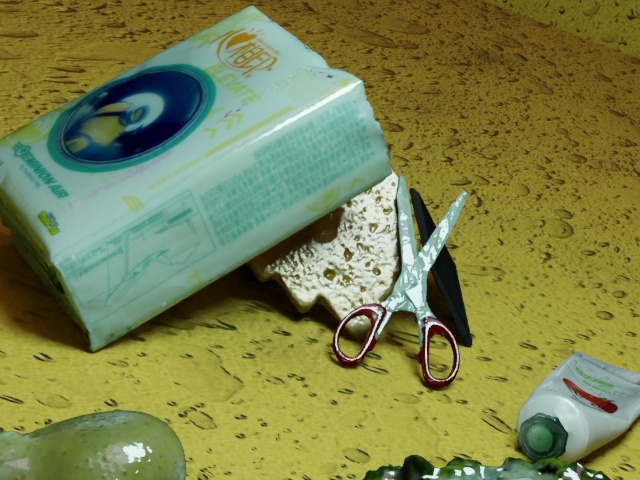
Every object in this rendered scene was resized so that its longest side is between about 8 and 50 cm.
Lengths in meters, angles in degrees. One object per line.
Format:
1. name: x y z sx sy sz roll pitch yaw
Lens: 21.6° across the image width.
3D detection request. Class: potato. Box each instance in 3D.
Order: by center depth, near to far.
1. potato: -0.209 0.208 1.355 0.194 0.157 0.157 4 23 -19

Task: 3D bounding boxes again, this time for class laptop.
1. laptop: 0.146 0.028 2.038 0.016 0.135 0.197 -23 28 8

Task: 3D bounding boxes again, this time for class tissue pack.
1. tissue pack: -0.158 -0.082 1.872 0.388 0.162 0.287 -30 38 -14

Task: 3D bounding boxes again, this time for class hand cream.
1. hand cream: 0.293 0.179 1.860 0.121 0.076 0.336 24 17 20

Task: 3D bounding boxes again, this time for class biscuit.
1. biscuit: 0.000 0.000 1.951 0.238 0.212 0.041 13 -14 -5

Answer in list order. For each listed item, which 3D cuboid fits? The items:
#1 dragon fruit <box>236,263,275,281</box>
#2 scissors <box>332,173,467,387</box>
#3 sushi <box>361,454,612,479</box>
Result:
1. dragon fruit: -0.013 -0.026 2.081 0.261 0.163 0.189 -5 1 -38
2. scissors: 0.105 0.041 1.908 0.144 0.017 0.248 14 65 0
3. sushi: 0.139 0.296 1.197 0.294 0.178 0.352 -28 37 -26
